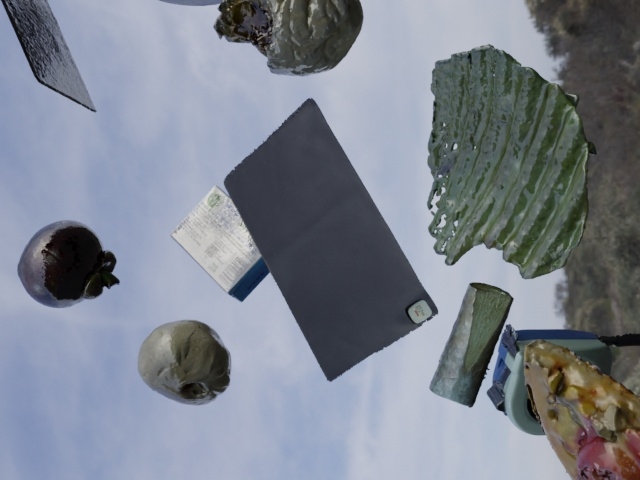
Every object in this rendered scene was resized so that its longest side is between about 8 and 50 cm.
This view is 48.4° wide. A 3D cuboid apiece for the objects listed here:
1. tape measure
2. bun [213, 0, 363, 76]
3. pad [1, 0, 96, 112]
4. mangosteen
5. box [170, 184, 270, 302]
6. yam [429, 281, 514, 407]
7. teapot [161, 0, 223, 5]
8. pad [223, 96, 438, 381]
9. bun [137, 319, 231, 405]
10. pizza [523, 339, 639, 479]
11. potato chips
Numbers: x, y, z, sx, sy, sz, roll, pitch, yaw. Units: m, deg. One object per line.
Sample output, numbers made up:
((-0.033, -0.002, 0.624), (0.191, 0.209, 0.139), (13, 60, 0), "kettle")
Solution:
((0.492, 0.254, 1.336), (0.098, 0.351, 0.215), (-109, 23, -63), "tape measure")
((-0.046, -0.453, 1.354), (0.204, 0.282, 0.281), (102, -177, -49), "bun")
((-0.431, -0.354, 1.040), (0.220, 0.004, 0.330), (5, -119, -88), "pad")
((-0.607, 0.068, 1.708), (0.216, 0.216, 0.216), (-4, -90, -69), "mangosteen")
((-0.182, 0.005, 1.401), (0.139, 0.194, 0.073), (-47, -28, -3), "box")
((0.204, 0.142, 0.960), (0.068, 0.068, 0.169), (-10, -60, -69), "yam")
((-0.299, -0.697, 1.460), (0.305, 0.376, 0.361), (164, 102, -83), "teapot")
((0.000, 0.000, 0.546), (0.004, 0.116, 0.193), (-8, -116, -56), "pad")
((-0.235, 0.230, 1.266), (0.173, 0.166, 0.113), (20, -154, -25), "bun")
((0.494, 0.351, 1.049), (0.130, 0.406, 0.440), (-41, -73, -19), "pizza")
((0.294, -0.141, 1.243), (0.097, 0.373, 0.389), (-12, -75, -33), "potato chips")
